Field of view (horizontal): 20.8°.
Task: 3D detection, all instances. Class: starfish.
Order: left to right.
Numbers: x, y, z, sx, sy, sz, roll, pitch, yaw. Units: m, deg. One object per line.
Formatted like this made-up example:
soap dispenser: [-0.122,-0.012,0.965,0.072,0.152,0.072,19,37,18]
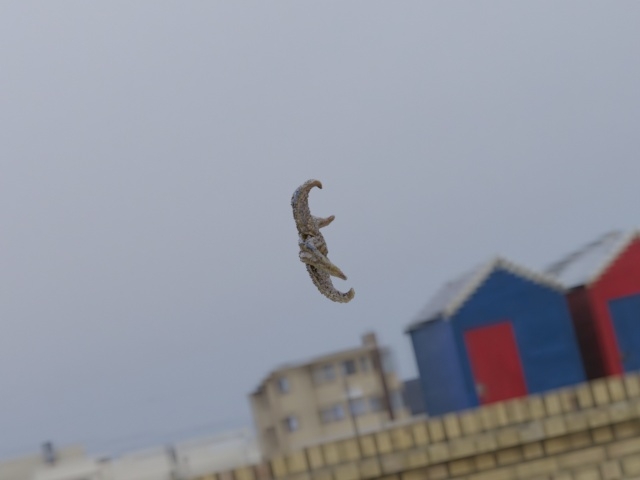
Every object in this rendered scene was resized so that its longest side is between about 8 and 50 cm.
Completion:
starfish: [0.000,0.000,1.186,0.028,0.078,0.091,-18,21,9]
